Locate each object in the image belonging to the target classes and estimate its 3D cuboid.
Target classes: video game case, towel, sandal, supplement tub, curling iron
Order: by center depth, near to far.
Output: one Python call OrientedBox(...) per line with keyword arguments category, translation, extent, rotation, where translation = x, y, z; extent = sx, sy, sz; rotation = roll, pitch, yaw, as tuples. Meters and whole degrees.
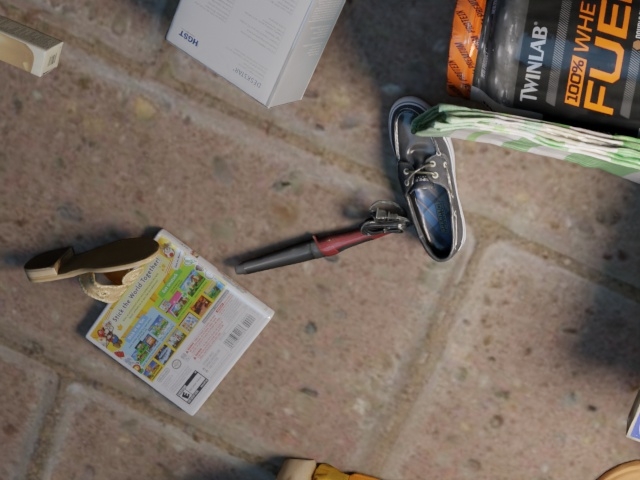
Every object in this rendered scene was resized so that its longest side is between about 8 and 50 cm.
OrientedBox(category="supplement tub", translation=(0.329, -0.227, 1.488), extent=(0.338, 0.207, 0.207), rotation=(9, 114, 10))
OrientedBox(category="towel", translation=(0.280, -0.112, 1.518), extent=(0.325, 0.248, 0.038), rotation=(10, 91, -2))
OrientedBox(category="curling iron", translation=(0.000, 0.000, 1.756), extent=(0.274, 0.035, 0.068), rotation=(-17, 144, 24))
OrientedBox(category="sandal", translation=(-0.319, 0.054, 1.837), extent=(0.240, 0.088, 0.079), rotation=(-5, 117, 28))
OrientedBox(category="video game case", translation=(-0.212, 0.125, 1.871), extent=(0.206, 0.026, 0.227), rotation=(37, 117, -3))

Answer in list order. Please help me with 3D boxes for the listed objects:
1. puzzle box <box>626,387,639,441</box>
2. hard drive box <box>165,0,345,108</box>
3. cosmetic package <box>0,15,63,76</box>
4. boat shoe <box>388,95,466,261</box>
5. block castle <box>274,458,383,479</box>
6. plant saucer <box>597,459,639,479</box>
OrientedBox(category="puzzle box", translation=(0.549, 0.107, 1.460), extent=(0.272, 0.052, 0.409), rotation=(18, 121, 9))
OrientedBox(category="hard drive box", translation=(-0.070, -0.314, 1.591), extent=(0.181, 0.089, 0.232), rotation=(36, 117, 18))
OrientedBox(category="cosmetic package", translation=(-0.422, -0.272, 1.740), extent=(0.115, 0.060, 0.041), rotation=(24, 116, 5))
OrientedBox(category="boat shoe", translation=(0.139, -0.076, 1.670), extent=(0.080, 0.076, 0.228), rotation=(-8, 110, 17))
OrientedBox(category="block castle", translation=(0.029, 0.574, 1.894), extent=(0.303, 0.213, 0.453), rotation=(12, 114, 9))
OrientedBox(category="plant saucer", translation=(0.479, 0.409, 1.809), extent=(0.200, 0.037, 0.200), rotation=(5, 113, 13))
